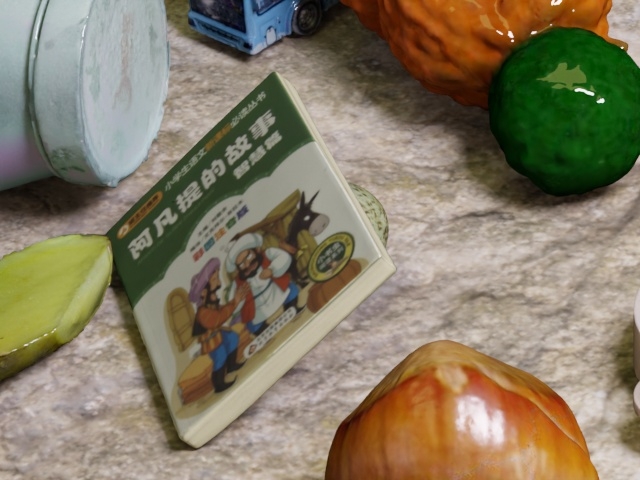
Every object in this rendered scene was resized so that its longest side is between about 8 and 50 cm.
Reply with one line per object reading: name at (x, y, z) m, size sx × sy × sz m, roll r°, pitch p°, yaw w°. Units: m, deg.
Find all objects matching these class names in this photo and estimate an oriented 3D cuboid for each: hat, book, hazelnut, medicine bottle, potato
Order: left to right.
medicine bottle at (-0.293, -0.155, 1.666) m, size 0.290 × 0.245 × 0.245 m, roll 4°, pitch 39°, yaw 17°
potato at (-0.233, 0.062, 1.533) m, size 0.119 × 0.054 × 0.198 m, roll 10°, pitch 36°, yaw 28°
book at (-0.062, 0.008, 1.507) m, size 0.202 × 0.027 × 0.264 m, roll -43°, pitch 37°, yaw 13°
hazelnut at (0.087, 0.153, 1.265) m, size 0.182 × 0.182 × 0.182 m, roll -5°, pitch 37°, yaw 4°
hat at (0.149, -0.196, 1.706) m, size 0.285 × 0.285 × 0.400 m, roll -6°, pitch 63°, yaw 2°

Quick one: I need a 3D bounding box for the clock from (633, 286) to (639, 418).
clock at (0.301, 0.072, 1.420) m, size 0.155 × 0.063 × 0.229 m, roll 25°, pitch 51°, yaw 32°

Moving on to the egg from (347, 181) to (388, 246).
egg at (0.000, 0.000, 1.544) m, size 0.110 × 0.085 × 0.085 m, roll -30°, pitch 41°, yaw -9°

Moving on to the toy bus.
toy bus at (0.004, -0.296, 1.892) m, size 0.106 × 0.131 × 0.297 m, roll 27°, pitch 48°, yaw 37°
